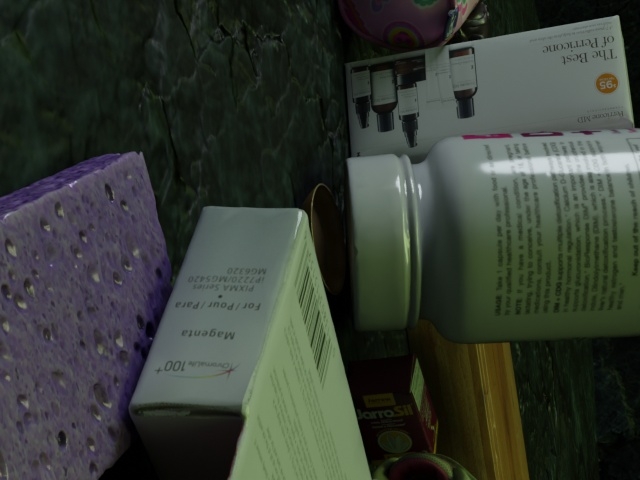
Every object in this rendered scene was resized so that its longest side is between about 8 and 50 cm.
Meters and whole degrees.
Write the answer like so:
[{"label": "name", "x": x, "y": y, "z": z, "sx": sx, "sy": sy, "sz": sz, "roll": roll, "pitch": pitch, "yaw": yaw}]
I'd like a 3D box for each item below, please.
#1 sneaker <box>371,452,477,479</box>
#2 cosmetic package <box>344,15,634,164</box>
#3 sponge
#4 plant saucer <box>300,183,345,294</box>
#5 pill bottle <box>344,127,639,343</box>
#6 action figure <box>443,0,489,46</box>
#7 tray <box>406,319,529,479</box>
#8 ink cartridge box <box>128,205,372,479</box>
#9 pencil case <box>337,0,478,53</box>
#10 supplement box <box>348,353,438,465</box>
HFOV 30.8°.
[{"label": "sneaker", "x": 0.091, "y": 0.216, "z": 0.893, "sx": 0.252, "sy": 0.102, "sz": 0.111, "roll": 5, "pitch": 87, "yaw": -74}, {"label": "cosmetic package", "x": 0.144, "y": -0.120, "z": 1.003, "sx": 0.060, "sy": 0.238, "sz": 0.099, "roll": 33, "pitch": 51, "yaw": -69}, {"label": "sponge", "x": -0.109, "y": 0.040, "z": 0.458, "sx": 0.210, "sy": 0.031, "sz": 0.117, "roll": -47, "pitch": 128, "yaw": -70}, {"label": "plant saucer", "x": 0.000, "y": 0.000, "z": 0.861, "sx": 0.083, "sy": 0.015, "sz": 0.084, "roll": -8, "pitch": 90, "yaw": -74}, {"label": "pill bottle", "x": 0.162, "y": -0.003, "z": 0.890, "sx": 0.160, "sy": 0.282, "sz": 0.161, "roll": 177, "pitch": -90, "yaw": -89}, {"label": "action figure", "x": 0.171, "y": -0.304, "z": 1.355, "sx": 0.285, "sy": 0.099, "sz": 0.185, "roll": 103, "pitch": -30, "yaw": -56}, {"label": "tray", "x": 0.158, "y": 0.163, "z": 1.211, "sx": 0.203, "sy": 0.076, "sz": 0.411, "roll": -18, "pitch": 99, "yaw": -73}, {"label": "ink cartridge box", "x": -0.030, "y": 0.162, "z": 0.565, "sx": 0.239, "sy": 0.060, "sz": 0.275, "roll": -74, "pitch": 159, "yaw": -43}, {"label": "pencil case", "x": 0.120, "y": -0.285, "z": 1.090, "sx": 0.284, "sy": 0.124, "sz": 0.124, "roll": -53, "pitch": 135, "yaw": -45}, {"label": "supplement box", "x": 0.058, "y": 0.135, "z": 0.923, "sx": 0.043, "sy": 0.054, "sz": 0.083, "roll": -76, "pitch": 152, "yaw": -50}]
